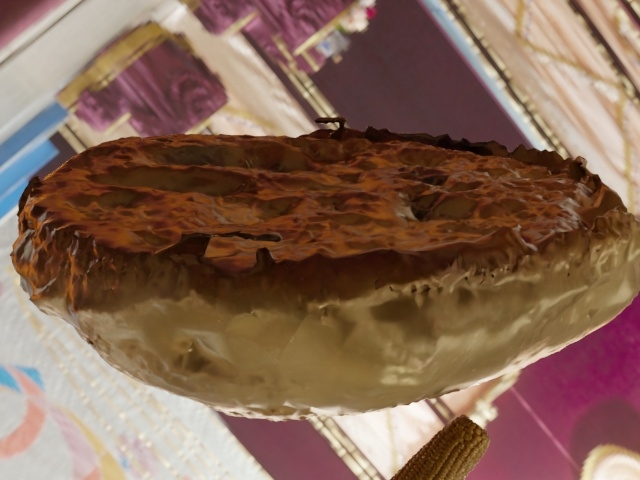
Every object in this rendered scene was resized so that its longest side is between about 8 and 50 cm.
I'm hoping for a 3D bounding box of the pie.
[{"bbox_3d":[0.000,0.000,0.554,0.315,0.092,0.315,2,-163,-1],"label":"pie"}]

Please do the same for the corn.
[{"bbox_3d":[0.049,0.120,0.549,0.083,0.027,0.028,-46,150,4],"label":"corn"}]
